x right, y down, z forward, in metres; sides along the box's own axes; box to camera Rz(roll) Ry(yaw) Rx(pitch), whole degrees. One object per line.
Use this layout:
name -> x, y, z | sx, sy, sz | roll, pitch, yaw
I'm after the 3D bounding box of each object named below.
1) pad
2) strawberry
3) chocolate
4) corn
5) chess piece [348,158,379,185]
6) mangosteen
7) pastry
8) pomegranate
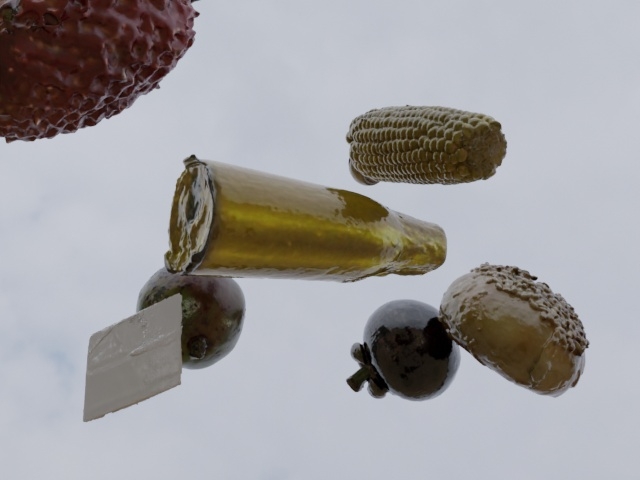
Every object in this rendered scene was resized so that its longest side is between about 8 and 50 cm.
pad -> -0.297, 0.186, 1.143 | 0.232, 0.157, 0.004 | -25, -36, 30
strawberry -> -0.315, -0.270, 0.903 | 0.292, 0.344, 0.292 | 9, -52, 11
chocolate -> 0.000, 0.000, 1.054 | 0.445, 0.162, 0.162 | 9, -57, -34
corn -> 0.151, -0.147, 1.134 | 0.130, 0.347, 0.130 | -6, -78, -29
chess piece -> 0.090, -0.141, 1.326 | 0.038, 0.083, 0.084 | 27, -51, 42
mangosteen -> 0.171, 0.249, 1.572 | 0.265, 0.228, 0.228 | -28, -68, 8
pastry -> 0.381, 0.157, 1.406 | 0.284, 0.316, 0.184 | 25, -79, -27
pomegranate -> -0.220, 0.119, 1.303 | 0.198, 0.246, 0.198 | 5, -70, 15
